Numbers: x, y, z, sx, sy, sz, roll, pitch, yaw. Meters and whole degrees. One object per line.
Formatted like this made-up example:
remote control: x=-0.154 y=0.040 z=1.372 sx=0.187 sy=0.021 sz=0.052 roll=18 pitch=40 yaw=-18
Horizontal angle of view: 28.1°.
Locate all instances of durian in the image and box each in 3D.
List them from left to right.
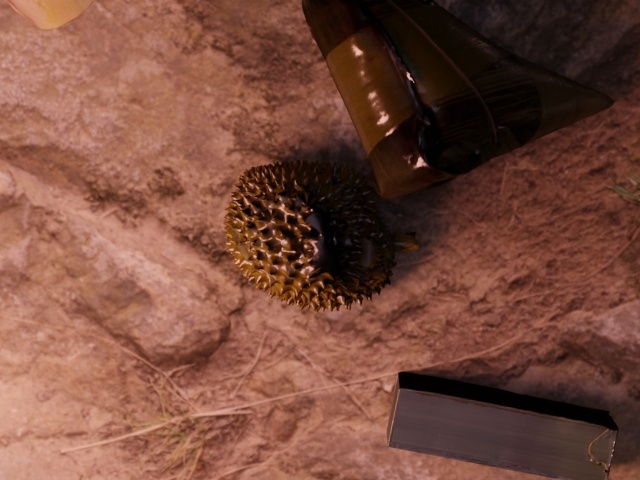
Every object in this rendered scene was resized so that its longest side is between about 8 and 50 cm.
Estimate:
durian: x=0.000 y=0.000 z=1.525 sx=0.237 sy=0.138 sz=0.193 roll=1 pitch=97 yaw=1

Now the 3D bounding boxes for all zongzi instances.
zongzi: x=0.163 y=-0.230 z=1.513 sx=0.318 sy=0.154 sz=0.289 roll=-22 pitch=88 yaw=-21

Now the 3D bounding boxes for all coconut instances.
coconut: x=-0.317 y=-0.329 z=1.493 sx=0.147 sy=0.152 sz=0.147 roll=-9 pitch=64 yaw=19

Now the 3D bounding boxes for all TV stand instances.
TV stand: x=0.221 y=0.231 z=1.572 sx=0.270 sy=0.088 sz=0.082 roll=11 pitch=96 yaw=0
